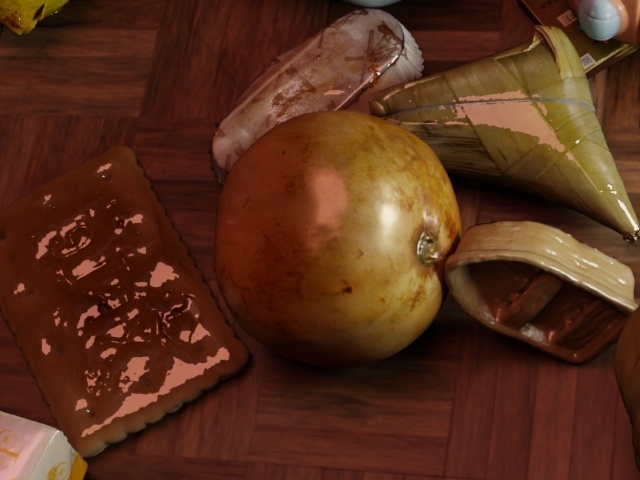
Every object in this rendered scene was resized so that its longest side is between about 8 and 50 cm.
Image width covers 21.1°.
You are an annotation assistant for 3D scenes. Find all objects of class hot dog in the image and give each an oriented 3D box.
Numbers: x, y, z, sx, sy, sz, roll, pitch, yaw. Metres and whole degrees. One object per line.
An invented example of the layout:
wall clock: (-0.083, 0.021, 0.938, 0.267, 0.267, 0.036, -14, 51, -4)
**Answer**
hot dog: (-0.009, -0.150, 1.861, 0.268, 0.075, 0.144, -38, 56, -4)

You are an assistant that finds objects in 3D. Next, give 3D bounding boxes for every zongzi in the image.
zongzi: (0.188, -0.074, 1.758, 0.228, 0.115, 0.256, -19, 68, 2)

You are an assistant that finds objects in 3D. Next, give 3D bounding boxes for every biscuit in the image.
biscuit: (-0.232, 0.058, 1.822, 0.217, 0.044, 0.325, -29, 59, -4)

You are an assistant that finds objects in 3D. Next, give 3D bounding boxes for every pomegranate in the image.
pomegranate: (0.000, 0.000, 1.693, 0.270, 0.229, 0.252, -3, 86, 42)

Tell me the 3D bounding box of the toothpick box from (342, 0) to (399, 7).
toothpick box: (0.017, -0.413, 1.887, 0.355, 0.263, 0.263, 38, 76, 26)

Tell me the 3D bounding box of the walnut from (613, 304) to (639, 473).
walnut: (0.401, 0.144, 1.502, 0.277, 0.282, 0.253, -12, 99, 0)

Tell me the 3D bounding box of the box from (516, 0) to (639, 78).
box: (0.285, -0.244, 1.867, 0.090, 0.023, 0.133, -33, 60, -3)

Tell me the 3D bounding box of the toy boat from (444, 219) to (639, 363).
toy boat: (0.205, 0.041, 1.648, 0.188, 0.116, 0.061, 25, 49, -14)

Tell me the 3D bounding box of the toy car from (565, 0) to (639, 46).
toy car: (0.362, -0.290, 1.774, 0.271, 0.180, 0.212, 19, 69, 15)

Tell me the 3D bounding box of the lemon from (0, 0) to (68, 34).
lemon: (-0.356, -0.337, 1.990, 0.173, 0.173, 0.206, -16, 75, 5)

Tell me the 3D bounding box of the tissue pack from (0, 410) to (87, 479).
tissue pack: (-0.362, 0.279, 1.688, 0.185, 0.124, 0.225, 14, 66, 22)
